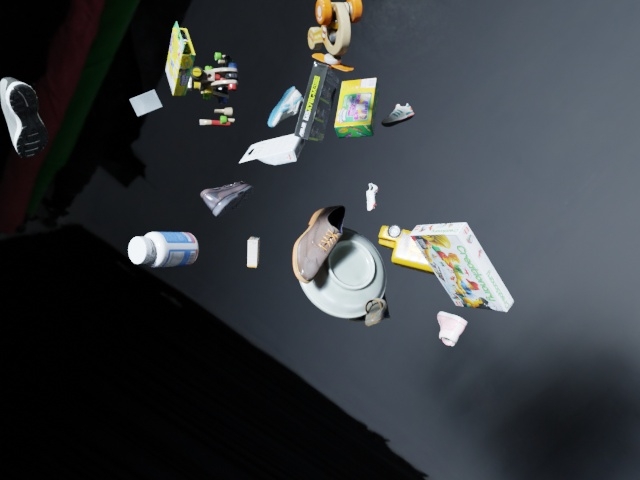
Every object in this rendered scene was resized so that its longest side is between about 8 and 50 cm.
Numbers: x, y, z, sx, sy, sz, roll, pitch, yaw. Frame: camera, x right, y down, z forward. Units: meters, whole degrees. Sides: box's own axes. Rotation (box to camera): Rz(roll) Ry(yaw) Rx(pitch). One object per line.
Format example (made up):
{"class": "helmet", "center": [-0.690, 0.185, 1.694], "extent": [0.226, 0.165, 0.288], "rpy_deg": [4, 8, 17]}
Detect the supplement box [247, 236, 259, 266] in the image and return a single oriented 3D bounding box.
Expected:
{"class": "supplement box", "center": [-0.240, 0.041, 1.820], "extent": [0.062, 0.036, 0.099], "rpy_deg": [-87, 0, -77]}

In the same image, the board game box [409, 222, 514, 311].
{"class": "board game box", "center": [0.416, 0.080, 1.493], "extent": [0.053, 0.305, 0.193], "rpy_deg": [-47, 22, -25]}

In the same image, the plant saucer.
{"class": "plant saucer", "center": [0.106, 0.111, 2.048], "extent": [0.400, 0.400, 0.100], "rpy_deg": [-58, 6, -31]}

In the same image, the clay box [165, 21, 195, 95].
{"class": "clay box", "center": [-0.483, -0.625, 1.747], "extent": [0.053, 0.127, 0.222], "rpy_deg": [-8, -25, -31]}

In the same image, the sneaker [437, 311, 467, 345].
{"class": "sneaker", "center": [0.307, 0.215, 1.231], "extent": [0.070, 0.051, 0.134], "rpy_deg": [-62, 3, -6]}

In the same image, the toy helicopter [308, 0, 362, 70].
{"class": "toy helicopter", "center": [0.030, -0.720, 1.809], "extent": [0.355, 0.140, 0.235], "rpy_deg": [-144, 45, -66]}

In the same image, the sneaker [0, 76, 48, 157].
{"class": "sneaker", "center": [-0.933, -0.382, 1.583], "extent": [0.100, 0.108, 0.272], "rpy_deg": [-31, -31, -41]}

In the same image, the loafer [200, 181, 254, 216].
{"class": "loafer", "center": [-0.316, -0.163, 1.748], "extent": [0.109, 0.095, 0.302], "rpy_deg": [-48, 1, 18]}

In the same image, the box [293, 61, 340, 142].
{"class": "box", "center": [-0.005, -0.349, 1.306], "extent": [0.190, 0.045, 0.184], "rpy_deg": [-40, -31, -75]}

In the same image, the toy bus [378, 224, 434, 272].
{"class": "toy bus", "center": [0.364, 0.043, 1.761], "extent": [0.108, 0.332, 0.130], "rpy_deg": [34, -108, -67]}

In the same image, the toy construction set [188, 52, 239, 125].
{"class": "toy construction set", "center": [-0.499, -0.655, 2.212], "extent": [0.257, 0.237, 0.309], "rpy_deg": [-134, 46, -57]}

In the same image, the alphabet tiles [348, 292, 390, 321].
{"class": "alphabet tiles", "center": [0.198, 0.246, 2.264], "extent": [0.009, 0.198, 0.237], "rpy_deg": [117, 147, -58]}

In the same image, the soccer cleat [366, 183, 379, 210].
{"class": "soccer cleat", "center": [0.143, -0.123, 1.436], "extent": [0.029, 0.035, 0.083], "rpy_deg": [-11, 54, 47]}

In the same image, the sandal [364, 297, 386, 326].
{"class": "sandal", "center": [0.195, 0.257, 1.904], "extent": [0.090, 0.060, 0.219], "rpy_deg": [-28, 7, 19]}

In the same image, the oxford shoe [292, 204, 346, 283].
{"class": "oxford shoe", "center": [0.000, 0.000, 1.922], "extent": [0.132, 0.130, 0.364], "rpy_deg": [-24, 36, 45]}

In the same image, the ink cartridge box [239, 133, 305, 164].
{"class": "ink cartridge box", "center": [-0.147, -0.273, 1.570], "extent": [0.179, 0.045, 0.145], "rpy_deg": [-12, 30, 18]}

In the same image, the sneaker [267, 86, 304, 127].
{"class": "sneaker", "center": [-0.160, -0.610, 2.369], "extent": [0.229, 0.092, 0.087], "rpy_deg": [-56, 28, -14]}

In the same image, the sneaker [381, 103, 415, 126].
{"class": "sneaker", "center": [0.336, -0.561, 2.250], "extent": [0.161, 0.075, 0.057], "rpy_deg": [-21, -7, -10]}

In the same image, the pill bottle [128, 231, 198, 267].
{"class": "pill bottle", "center": [-0.543, 0.031, 1.752], "extent": [0.124, 0.124, 0.221], "rpy_deg": [-54, -27, 20]}

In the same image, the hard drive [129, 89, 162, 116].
{"class": "hard drive", "center": [-0.889, -0.700, 2.581], "extent": [0.135, 0.094, 0.022], "rpy_deg": [-26, 9, -11]}

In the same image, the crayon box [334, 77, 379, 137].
{"class": "crayon box", "center": [0.168, -0.601, 2.292], "extent": [0.081, 0.165, 0.279], "rpy_deg": [59, -144, -57]}
